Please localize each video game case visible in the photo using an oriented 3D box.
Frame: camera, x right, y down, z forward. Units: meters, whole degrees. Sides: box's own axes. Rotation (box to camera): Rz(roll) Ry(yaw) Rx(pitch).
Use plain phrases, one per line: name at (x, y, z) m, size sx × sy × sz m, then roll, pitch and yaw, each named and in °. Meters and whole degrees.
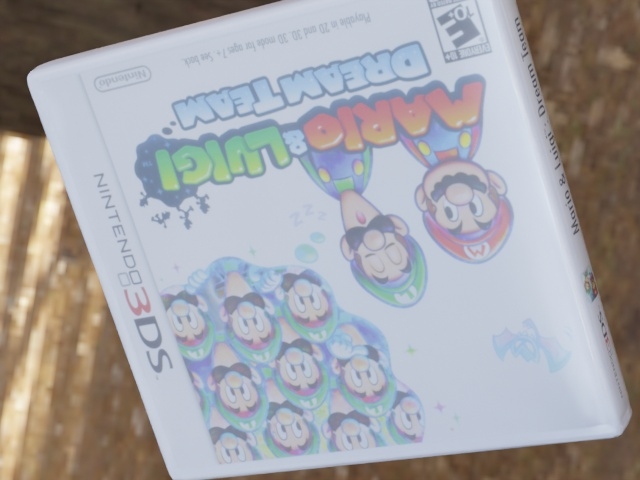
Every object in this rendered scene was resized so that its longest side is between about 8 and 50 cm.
video game case at (0.000, 0.000, 0.503) m, size 0.019 × 0.157 × 0.143 m, roll -41°, pitch -63°, yaw -58°
